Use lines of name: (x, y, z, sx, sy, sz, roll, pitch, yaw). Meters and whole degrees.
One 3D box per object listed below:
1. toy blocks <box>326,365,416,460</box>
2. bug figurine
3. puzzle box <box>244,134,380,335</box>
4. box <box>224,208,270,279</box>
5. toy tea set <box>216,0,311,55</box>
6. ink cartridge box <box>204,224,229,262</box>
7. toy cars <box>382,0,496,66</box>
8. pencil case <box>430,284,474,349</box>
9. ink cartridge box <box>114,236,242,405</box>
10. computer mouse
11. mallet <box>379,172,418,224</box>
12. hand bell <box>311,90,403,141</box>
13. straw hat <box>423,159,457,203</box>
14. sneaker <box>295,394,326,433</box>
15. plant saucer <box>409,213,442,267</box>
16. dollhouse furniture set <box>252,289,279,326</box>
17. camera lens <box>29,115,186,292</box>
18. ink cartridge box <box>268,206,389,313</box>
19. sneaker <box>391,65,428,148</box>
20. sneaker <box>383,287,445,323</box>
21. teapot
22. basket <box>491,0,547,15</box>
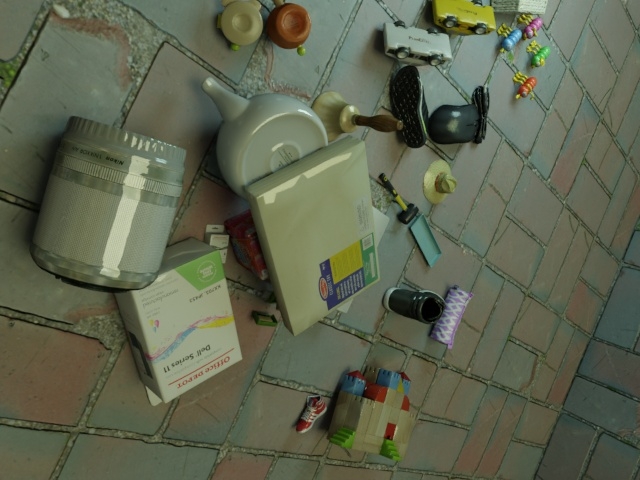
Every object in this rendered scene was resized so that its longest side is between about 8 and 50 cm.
toy blocks: (0.176, 0.507, 1.754, 0.381, 0.191, 0.260, 31, 71, -44)
bug figurine: (0.675, -0.609, 1.884, 0.216, 0.072, 0.279, -53, 131, -16)
puzzle box: (0.000, 0.000, 1.282, 0.272, 0.052, 0.408, -30, 133, -23)
box: (-0.075, -0.031, 1.344, 0.257, 0.128, 0.122, -28, 120, -24)
toy tea set: (-0.100, -0.557, 1.205, 0.200, 0.124, 0.335, 7, 104, -13)
ink cartridge box: (-0.236, 0.008, 1.298, 0.048, 0.028, 0.083, 1, 103, -42)
toy cars: (0.313, -0.556, 1.556, 0.394, 0.087, 0.176, -38, 84, -28)
pencil case: (0.447, 0.258, 1.953, 0.086, 0.088, 0.206, 24, 88, -44)
ink cartridge box: (-0.296, 0.198, 1.244, 0.207, 0.119, 0.353, -26, 121, -34)
computer mouse: (0.440, -0.364, 1.753, 0.272, 0.072, 0.188, -20, 117, -36)
mallet: (0.216, -0.117, 1.664, 0.190, 0.039, 0.062, 41, 78, -37)
hand bell: (0.099, -0.284, 1.356, 0.126, 0.242, 0.126, -14, 112, -38)
straw hat: (0.385, -0.175, 1.773, 0.145, 0.061, 0.144, -15, 114, -38)
sneaker: (-0.032, 0.486, 1.628, 0.118, 0.042, 0.067, -39, 131, -35)
plant saucer: (0.330, 0.001, 1.812, 0.067, 0.018, 0.192, -49, 129, -19)
dollhouse furniture set: (-0.106, 0.140, 1.413, 0.059, 0.076, 0.151, 16, 116, -37)
camera lens: (-0.371, -0.058, 1.023, 0.219, 0.219, 0.274, 14, 94, -44)
ink cartridge box: (0.032, 0.018, 1.517, 0.261, 0.066, 0.296, 29, 84, -44)
sneaker: (0.254, -0.370, 1.599, 0.097, 0.084, 0.234, -50, 136, -54)
sneaker: (0.340, 0.216, 1.803, 0.296, 0.147, 0.104, 15, 92, -45)
teapot: (-0.118, -0.204, 1.228, 0.253, 0.187, 0.255, -10, 125, -32)
basket: (0.609, -0.743, 1.753, 0.167, 0.113, 0.103, -14, 115, -38)
